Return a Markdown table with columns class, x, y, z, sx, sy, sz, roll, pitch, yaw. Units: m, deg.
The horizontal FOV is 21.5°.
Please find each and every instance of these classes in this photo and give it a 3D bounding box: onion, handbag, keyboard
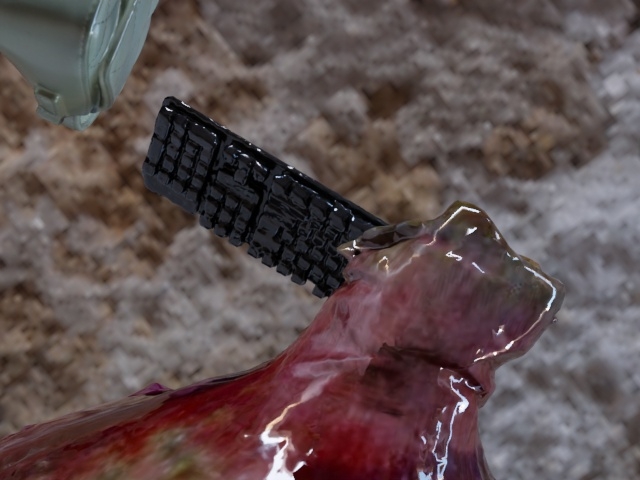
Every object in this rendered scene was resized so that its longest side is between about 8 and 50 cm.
| class | x | y | z | sx | sy | sz | roll | pitch | yaw |
| --- | --- | --- | --- | --- | --- | --- | --- | --- | --- |
| onion | -0.011 | 0.157 | 0.666 | 0.347 | 0.385 | 0.348 | 22 | 16 | -7 |
| handbag | -0.110 | -0.187 | 0.976 | 0.079 | 0.256 | 0.219 | 18 | -11 | 4 |
| keyboard | 0.000 | 0.000 | 0.943 | 0.231 | 0.072 | 0.023 | 31 | 48 | 8 |
